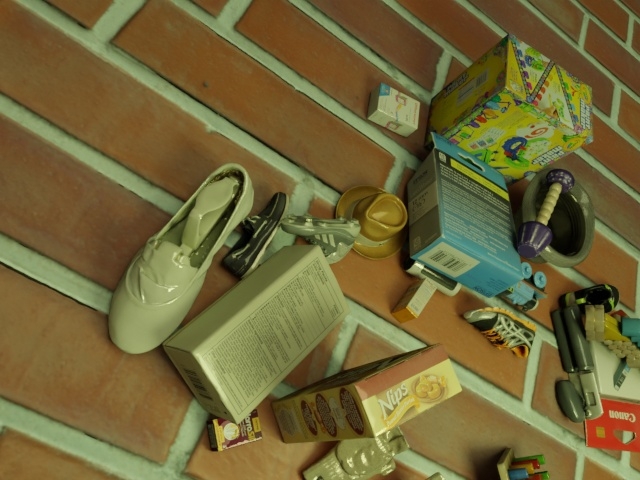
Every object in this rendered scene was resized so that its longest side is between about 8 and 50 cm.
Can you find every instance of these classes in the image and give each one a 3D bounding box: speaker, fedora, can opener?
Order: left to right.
[{"bbox_3d":[0.131,-0.052,1.259,0.195,0.079,0.194,10,67,-25],"label":"fedora"},{"bbox_3d":[0.258,0.076,1.296,0.136,0.055,0.055,30,60,-16],"label":"speaker"},{"bbox_3d":[0.597,-0.044,1.488,0.244,0.124,0.275,30,60,-16],"label":"fedora"},{"bbox_3d":[0.629,0.306,1.404,0.095,0.076,0.283,4,69,-29],"label":"can opener"}]

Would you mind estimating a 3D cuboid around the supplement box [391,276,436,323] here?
[{"bbox_3d":[0.207,0.132,1.241,0.036,0.062,0.098,45,56,-5],"label":"supplement box"}]

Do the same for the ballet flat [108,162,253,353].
[{"bbox_3d":[-0.243,0.007,0.992,0.139,0.139,0.400,38,58,-12],"label":"ballet flat"}]

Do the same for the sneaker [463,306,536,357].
[{"bbox_3d":[0.428,0.215,1.324,0.215,0.084,0.083,21,67,-22],"label":"sneaker"}]

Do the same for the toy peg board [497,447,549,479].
[{"bbox_3d":[0.437,0.524,1.165,0.161,0.079,0.161,18,56,-64],"label":"toy peg board"}]

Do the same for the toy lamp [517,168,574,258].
[{"bbox_3d":[0.536,-0.063,1.342,0.080,0.080,0.274,45,54,-7],"label":"toy lamp"}]

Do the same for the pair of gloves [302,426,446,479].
[{"bbox_3d":[0.111,0.458,1.040,0.204,0.042,0.240,-40,88,-6],"label":"pair of gloves"}]

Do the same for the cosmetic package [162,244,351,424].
[{"bbox_3d":[-0.103,0.154,1.005,0.309,0.113,0.160,-39,114,-35],"label":"cosmetic package"}]

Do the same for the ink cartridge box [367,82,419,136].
[{"bbox_3d":[0.185,-0.326,1.408,0.123,0.052,0.088,21,63,-23],"label":"ink cartridge box"}]

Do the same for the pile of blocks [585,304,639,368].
[{"bbox_3d":[0.811,0.242,1.413,0.362,0.149,0.112,34,49,-15],"label":"pile of blocks"}]

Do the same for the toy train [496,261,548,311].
[{"bbox_3d":[0.484,0.105,1.401,0.184,0.080,0.105,32,68,-18],"label":"toy train"}]

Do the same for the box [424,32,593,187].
[{"bbox_3d":[0.469,-0.308,1.417,0.279,0.290,0.176,24,61,-20],"label":"box"}]

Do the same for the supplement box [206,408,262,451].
[{"bbox_3d":[-0.150,0.331,0.978,0.083,0.043,0.054,-6,74,-31],"label":"supplement box"}]

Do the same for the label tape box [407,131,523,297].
[{"bbox_3d":[0.337,-0.068,1.343,0.249,0.115,0.347,25,45,-23],"label":"label tape box"}]

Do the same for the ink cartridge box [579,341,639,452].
[{"bbox_3d":[0.805,0.413,1.468,0.297,0.066,0.260,14,64,-24],"label":"ink cartridge box"}]

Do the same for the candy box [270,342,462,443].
[{"bbox_3d":[0.063,0.268,0.957,0.183,0.316,0.087,-16,80,-32],"label":"candy box"}]

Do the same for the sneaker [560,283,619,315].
[{"bbox_3d":[0.755,0.162,1.515,0.235,0.097,0.084,-8,76,-31],"label":"sneaker"}]

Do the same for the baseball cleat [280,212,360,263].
[{"bbox_3d":[0.000,0.000,1.140,0.206,0.072,0.109,1,112,-39],"label":"baseball cleat"}]

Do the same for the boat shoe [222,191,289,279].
[{"bbox_3d":[-0.126,-0.023,1.108,0.065,0.075,0.206,34,64,-18],"label":"boat shoe"}]
